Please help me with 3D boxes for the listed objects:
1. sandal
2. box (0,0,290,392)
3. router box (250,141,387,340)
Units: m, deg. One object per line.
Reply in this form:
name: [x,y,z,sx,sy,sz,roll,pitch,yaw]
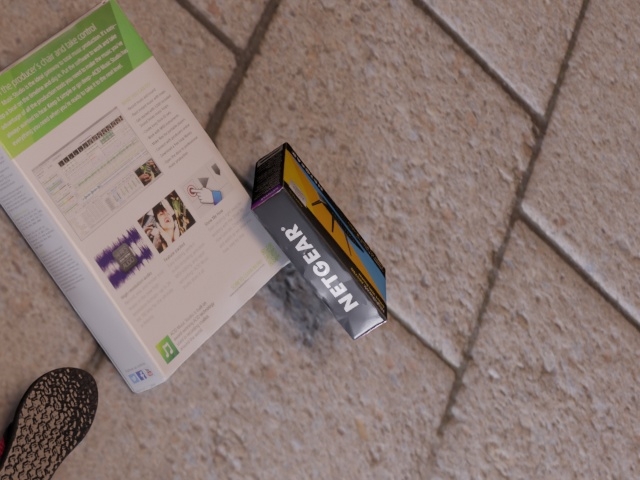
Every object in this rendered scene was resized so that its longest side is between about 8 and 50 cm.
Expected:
sandal: [-0.256,0.187,1.715,0.067,0.040,0.179,36,65,-20]
box: [-0.188,-0.048,1.869,0.322,0.058,0.232,57,43,-10]
router box: [0.000,0.000,1.986,0.179,0.046,0.133,52,15,-18]
